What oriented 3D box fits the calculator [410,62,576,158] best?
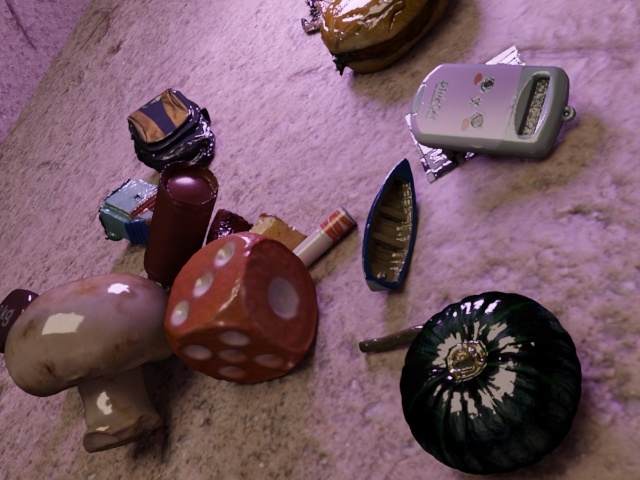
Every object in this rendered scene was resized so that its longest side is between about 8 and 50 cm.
[{"bbox_3d":[0.248,-0.193,0.963,0.246,0.045,0.141,13,77,33],"label":"calculator"}]

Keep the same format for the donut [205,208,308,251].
[{"bbox_3d":[-0.135,0.011,1.178,0.217,0.085,0.141,3,61,45],"label":"donut"}]

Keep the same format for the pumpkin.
[{"bbox_3d":[0.178,0.150,0.706,0.202,0.140,0.202,-25,46,29],"label":"pumpkin"}]

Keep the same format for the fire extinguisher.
[{"bbox_3d":[-0.281,-0.013,1.255,0.337,0.106,0.147,118,144,-46],"label":"fire extinguisher"}]

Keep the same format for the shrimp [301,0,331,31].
[{"bbox_3d":[-0.020,-0.555,1.596,0.091,0.034,0.161,-43,38,9],"label":"shrimp"}]

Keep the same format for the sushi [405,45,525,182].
[{"bbox_3d":[0.230,-0.220,1.046,0.215,0.050,0.192,-31,41,21],"label":"sushi"}]

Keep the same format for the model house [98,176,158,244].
[{"bbox_3d":[-0.402,-0.053,1.499,0.149,0.119,0.148,24,50,27],"label":"model house"}]

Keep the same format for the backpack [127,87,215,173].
[{"bbox_3d":[-0.350,-0.248,1.591,0.206,0.133,0.258,-40,43,-3],"label":"backpack"}]

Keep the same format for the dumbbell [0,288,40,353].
[{"bbox_3d":[-0.521,0.193,1.285,0.140,0.225,0.124,1,62,45],"label":"dumbbell"}]

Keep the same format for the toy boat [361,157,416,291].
[{"bbox_3d":[0.105,-0.026,0.995,0.046,0.080,0.229,123,163,-57],"label":"toy boat"}]

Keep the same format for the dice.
[{"bbox_3d":[-0.121,0.106,1.012,0.179,0.175,0.174,-23,44,35],"label":"dice"}]

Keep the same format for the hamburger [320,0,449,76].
[{"bbox_3d":[0.136,-0.450,1.274,0.309,0.132,0.211,-43,35,5],"label":"hamburger"}]

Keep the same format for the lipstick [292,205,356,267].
[{"bbox_3d":[0.000,0.000,1.092,0.131,0.038,0.038,-42,38,9],"label":"lipstick"}]

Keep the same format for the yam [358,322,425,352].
[{"bbox_3d":[0.144,0.120,0.853,0.234,0.029,0.027,-17,76,36],"label":"yam"}]

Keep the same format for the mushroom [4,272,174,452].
[{"bbox_3d":[-0.371,0.208,1.121,0.297,0.297,0.290,-21,80,31],"label":"mushroom"}]
